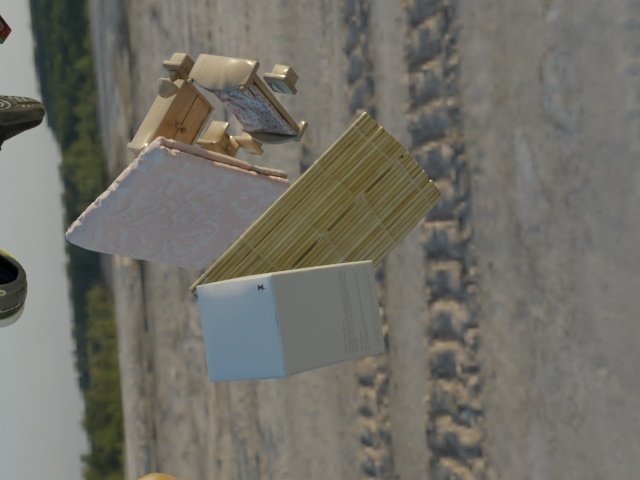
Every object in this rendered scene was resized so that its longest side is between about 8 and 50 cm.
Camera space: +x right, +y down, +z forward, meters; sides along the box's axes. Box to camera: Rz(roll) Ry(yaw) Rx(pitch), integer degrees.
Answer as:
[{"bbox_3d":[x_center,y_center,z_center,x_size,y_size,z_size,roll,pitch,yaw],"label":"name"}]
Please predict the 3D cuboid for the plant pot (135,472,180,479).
[{"bbox_3d":[-0.260,0.320,1.352,0.032,0.236,0.236,58,165,8],"label":"plant pot"}]

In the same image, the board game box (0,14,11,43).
[{"bbox_3d":[-0.482,-0.336,1.410,0.027,0.145,0.281,-63,-29,-22],"label":"board game box"}]

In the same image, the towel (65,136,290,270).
[{"bbox_3d":[-0.271,-0.064,2.342,0.332,0.317,0.053,-40,52,36],"label":"towel"}]

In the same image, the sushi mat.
[{"bbox_3d":[0.000,0.000,1.506,0.151,0.316,0.019,47,169,-13],"label":"sushi mat"}]

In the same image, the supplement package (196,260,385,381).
[{"bbox_3d":[-0.029,0.083,1.293,0.105,0.179,0.105,-8,88,37],"label":"supplement package"}]

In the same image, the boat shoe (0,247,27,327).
[{"bbox_3d":[-0.536,0.017,1.641,0.091,0.305,0.109,118,173,-48],"label":"boat shoe"}]

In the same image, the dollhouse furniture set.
[{"bbox_3d":[-0.154,-0.179,2.241,0.303,0.355,0.174,47,-117,-47],"label":"dollhouse furniture set"}]

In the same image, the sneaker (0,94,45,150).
[{"bbox_3d":[-0.472,-0.117,1.632,0.087,0.227,0.130,29,133,47],"label":"sneaker"}]
